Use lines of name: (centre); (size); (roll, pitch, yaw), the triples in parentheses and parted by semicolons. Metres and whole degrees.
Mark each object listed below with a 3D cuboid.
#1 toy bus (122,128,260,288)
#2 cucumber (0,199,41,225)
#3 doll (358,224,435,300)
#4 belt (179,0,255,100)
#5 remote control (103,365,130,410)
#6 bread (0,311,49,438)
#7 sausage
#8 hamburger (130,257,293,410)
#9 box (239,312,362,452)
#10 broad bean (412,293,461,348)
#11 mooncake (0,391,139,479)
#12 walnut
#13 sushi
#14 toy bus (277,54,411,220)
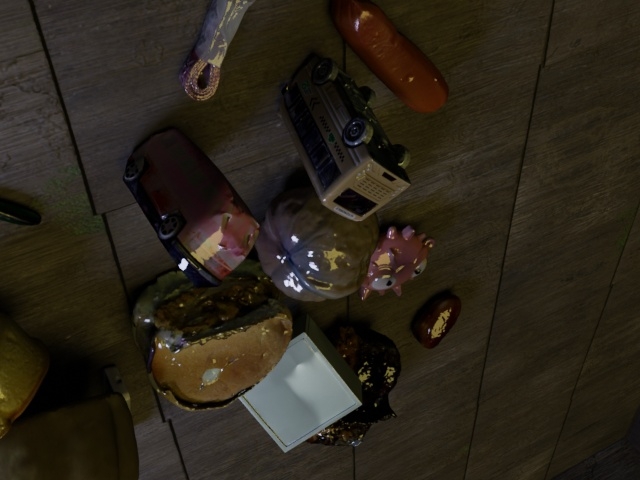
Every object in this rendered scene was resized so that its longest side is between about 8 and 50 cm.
toy bus: (-0.215, -0.060, 1.218); (0.147, 0.303, 0.127); (-42, 136, -1)
cucumber: (-0.537, -0.052, 1.199); (0.184, 0.033, 0.036); (14, 101, -44)
doll: (0.150, 0.052, 1.732); (0.261, 0.093, 0.211); (-19, 134, -13)
belt: (-0.163, -0.335, 1.188); (0.071, 0.053, 0.232); (9, 121, -31)
remote control: (-0.446, 0.390, 1.618); (0.034, 0.103, 0.250); (-13, 134, -29)
bread: (-0.602, 0.240, 1.251); (0.269, 0.270, 0.148); (-31, 129, -8)
sausage: (0.131, -0.337, 1.359); (0.348, 0.097, 0.094); (29, 100, -46)
hamburger: (-0.222, 0.202, 1.534); (0.317, 0.195, 0.277); (-14, 136, -22)
box: (-0.058, 0.331, 1.725); (0.225, 0.117, 0.225); (-34, 104, 12)
broad bean: (0.323, 0.218, 2.020); (0.165, 0.084, 0.114); (-48, 155, 3)
mooncake: (-0.537, 0.439, 1.400); (0.378, 0.201, 0.378); (-20, 171, -3)
walnut: (-0.002, -0.001, 1.480); (0.248, 0.248, 0.248); (-19, 136, -20)
sushi: (0.065, 0.387, 1.885); (0.207, 0.234, 0.349); (10, 116, -41)
toy bus: (0.034, -0.182, 1.296); (0.157, 0.290, 0.139); (-40, 142, 22)
